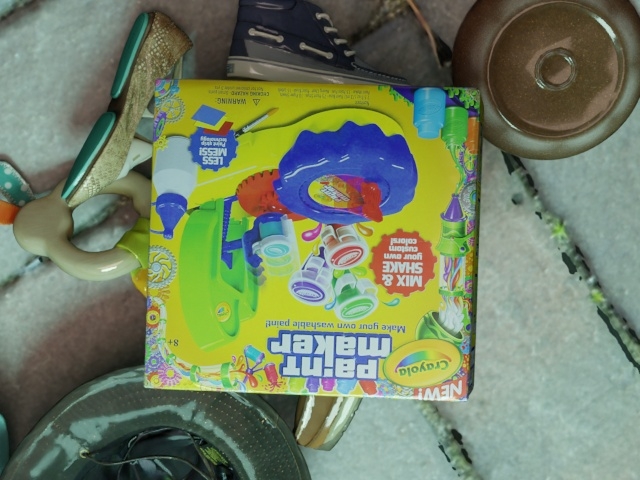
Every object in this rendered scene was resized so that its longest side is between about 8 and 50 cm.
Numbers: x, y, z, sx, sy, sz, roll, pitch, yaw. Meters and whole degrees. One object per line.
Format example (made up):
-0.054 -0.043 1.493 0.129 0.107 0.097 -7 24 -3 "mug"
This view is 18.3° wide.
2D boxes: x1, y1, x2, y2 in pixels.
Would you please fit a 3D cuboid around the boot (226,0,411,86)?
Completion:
0.006 -0.184 1.922 0.190 0.069 0.086 9 87 -19 "boot"

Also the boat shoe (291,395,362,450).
0.012 0.043 1.972 0.120 0.122 0.324 15 97 -4 "boat shoe"

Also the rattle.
-0.241 -0.003 1.974 0.200 0.143 0.130 0 75 11 "rattle"

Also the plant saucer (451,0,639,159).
0.230 -0.171 1.959 0.198 0.036 0.198 -1 106 -4 "plant saucer"

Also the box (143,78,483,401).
0.000 0.000 1.818 0.290 0.177 0.279 1 89 6 "box"

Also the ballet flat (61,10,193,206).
-0.179 -0.118 1.908 0.067 0.073 0.206 25 91 -20 "ballet flat"

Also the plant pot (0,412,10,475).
-0.462 0.277 1.917 0.235 0.293 0.293 14 106 6 "plant pot"

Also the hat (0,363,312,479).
-0.174 0.261 2.007 0.331 0.134 0.331 -2 105 -7 "hat"
